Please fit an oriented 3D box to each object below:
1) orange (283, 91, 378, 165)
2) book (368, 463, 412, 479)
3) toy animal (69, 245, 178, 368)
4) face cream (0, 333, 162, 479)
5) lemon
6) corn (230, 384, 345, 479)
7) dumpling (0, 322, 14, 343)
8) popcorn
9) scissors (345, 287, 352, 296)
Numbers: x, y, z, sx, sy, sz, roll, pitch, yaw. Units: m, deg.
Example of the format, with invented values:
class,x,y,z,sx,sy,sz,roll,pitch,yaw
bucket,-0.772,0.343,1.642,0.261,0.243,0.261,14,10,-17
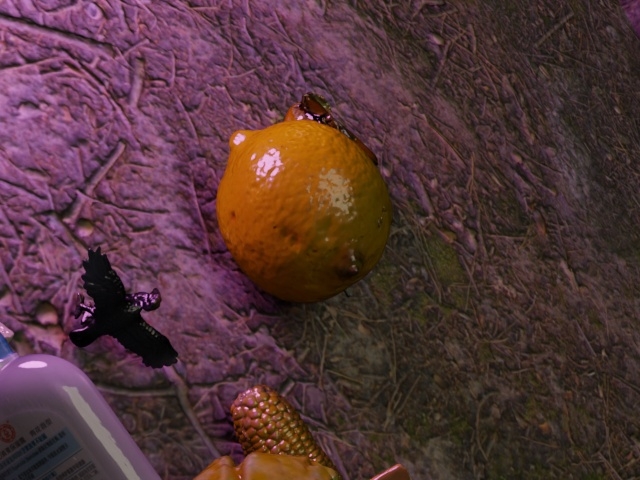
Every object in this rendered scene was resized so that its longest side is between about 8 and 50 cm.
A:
class,x,y,z,sx,sy,sz,roll,pitch,yaw
orange,0.007,-0.136,1.640,0.170,0.112,0.160,62,13,10
book,-0.023,0.425,1.056,0.389,0.032,0.269,-29,83,-9
toy animal,-0.233,0.085,1.257,0.220,0.108,0.062,68,19,-46
face cream,-0.278,0.202,1.089,0.336,0.163,0.080,54,15,0
lemon,-0.024,-0.046,1.463,0.228,0.228,0.253,-16,75,-49
corn,-0.010,0.302,1.333,0.291,0.101,0.101,56,39,-1
dumpling,-0.370,0.105,1.157,0.076,0.057,0.052,-46,138,-22
popcorn,-0.062,0.321,1.185,0.221,0.204,0.183,-3,73,-21
scissors,0.000,0.000,1.620,0.100,0.015,0.189,-23,84,-49
